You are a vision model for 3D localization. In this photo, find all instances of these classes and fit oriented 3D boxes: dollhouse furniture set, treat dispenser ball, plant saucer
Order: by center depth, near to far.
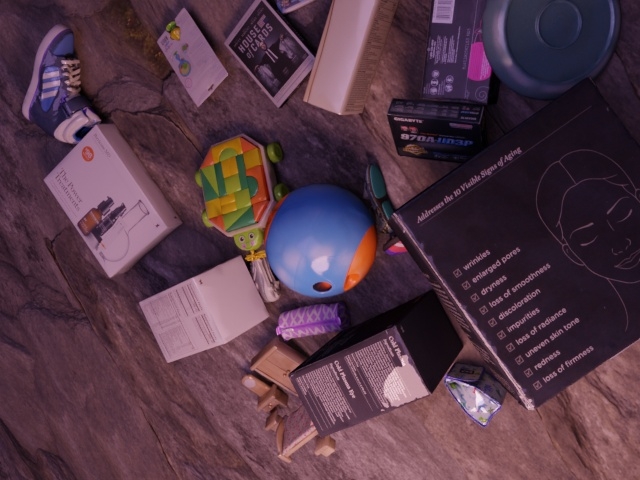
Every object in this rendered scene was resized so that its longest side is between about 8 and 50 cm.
[{"bbox_3d":[0.503,-0.460,1.461,0.317,0.044,0.318,-2,105,-7],"label":"plant saucer"},{"bbox_3d":[0.000,0.000,1.727,0.288,0.288,0.288,5,104,22],"label":"treat dispenser ball"},{"bbox_3d":[-0.114,0.454,1.821,0.173,0.356,0.303,36,117,-18],"label":"dollhouse furniture set"}]

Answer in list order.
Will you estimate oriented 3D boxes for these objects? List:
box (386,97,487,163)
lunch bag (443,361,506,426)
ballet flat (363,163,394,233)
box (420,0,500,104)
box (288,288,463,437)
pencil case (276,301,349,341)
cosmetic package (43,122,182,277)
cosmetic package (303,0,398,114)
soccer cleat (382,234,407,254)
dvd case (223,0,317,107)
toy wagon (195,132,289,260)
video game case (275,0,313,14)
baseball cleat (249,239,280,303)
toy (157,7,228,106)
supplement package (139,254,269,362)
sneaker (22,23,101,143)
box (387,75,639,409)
[{"bbox_3d":[0.280,-0.255,1.620,0.220,0.175,0.051,10,66,21],"label":"box"},{"bbox_3d":[0.388,0.376,1.734,0.151,0.129,0.096,36,108,14],"label":"lunch bag"},{"bbox_3d":[0.144,-0.103,1.771,0.070,0.070,0.189,-20,90,26],"label":"ballet flat"},{"bbox_3d":[0.332,-0.441,1.568,0.163,0.142,0.247,10,104,22],"label":"box"},{"bbox_3d":[0.148,0.298,1.701,0.312,0.343,0.179,-30,88,27],"label":"box"},{"bbox_3d":[-0.023,0.223,1.899,0.206,0.088,0.086,-15,89,24],"label":"pencil case"},{"bbox_3d":[-0.635,-0.121,2.082,0.284,0.097,0.377,-37,86,23],"label":"cosmetic package"},{"bbox_3d":[0.077,-0.470,1.662,0.113,0.160,0.310,23,109,17],"label":"cosmetic package"},{"bbox_3d":[0.302,-0.021,1.699,0.318,0.108,0.116,-29,94,23],"label":"soccer cleat"},{"bbox_3d":[-0.129,-0.498,1.803,0.239,0.029,0.179,50,123,5],"label":"dvd case"},{"bbox_3d":[-0.214,-0.115,1.882,0.267,0.068,0.345,-16,78,26],"label":"toy wagon"},{"bbox_3d":[-0.043,-0.699,1.737,0.201,0.023,0.184,-16,95,24],"label":"video game case"},{"bbox_3d":[-0.186,0.083,1.947,0.109,0.072,0.206,-18,91,32],"label":"baseball cleat"},{"bbox_3d":[-0.345,-0.505,1.892,0.137,0.056,0.237,-39,80,29],"label":"toy"},{"bbox_3d":[-0.329,0.195,1.933,0.262,0.199,0.198,-24,92,39],"label":"supplement package"},{"bbox_3d":[-0.735,-0.449,2.044,0.236,0.130,0.323,29,107,4],"label":"sneaker"},{"bbox_3d":[0.468,0.008,1.444,0.479,0.297,0.472,-35,88,2],"label":"box"}]
